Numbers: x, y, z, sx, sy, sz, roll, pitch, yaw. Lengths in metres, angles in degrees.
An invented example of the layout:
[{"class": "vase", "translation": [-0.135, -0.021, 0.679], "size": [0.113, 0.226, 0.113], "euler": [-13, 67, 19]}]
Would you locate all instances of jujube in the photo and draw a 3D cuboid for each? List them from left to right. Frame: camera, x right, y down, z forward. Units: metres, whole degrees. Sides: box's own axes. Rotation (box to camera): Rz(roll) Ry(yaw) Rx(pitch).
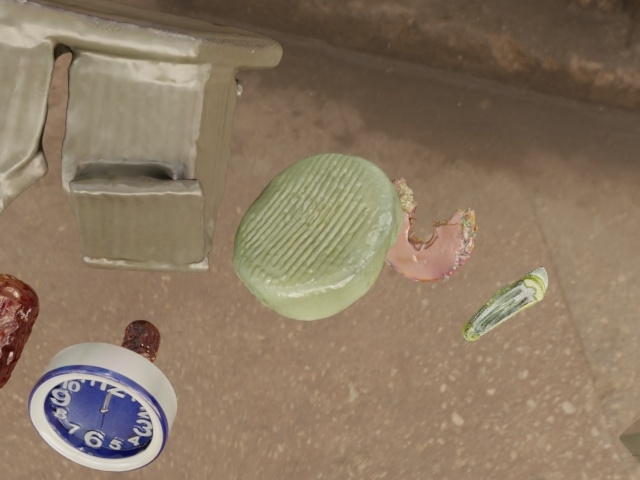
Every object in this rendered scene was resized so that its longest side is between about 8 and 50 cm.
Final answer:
[{"class": "jujube", "translation": [-0.428, 0.128, 1.070], "size": [0.112, 0.109, 0.176], "euler": [15, 68, 35]}, {"class": "jujube", "translation": [-0.364, 0.214, 1.695], "size": [0.078, 0.077, 0.129], "euler": [3, 29, -8]}]

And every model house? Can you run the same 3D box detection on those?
[{"class": "model house", "translation": [-0.143, -0.074, 0.558], "size": [0.229, 0.122, 0.188], "euler": [8, 93, -16]}]

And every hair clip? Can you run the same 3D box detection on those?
[{"class": "hair clip", "translation": [0.335, 0.119, 1.513], "size": [0.188, 0.033, 0.060], "euler": [-36, 107, 6]}]

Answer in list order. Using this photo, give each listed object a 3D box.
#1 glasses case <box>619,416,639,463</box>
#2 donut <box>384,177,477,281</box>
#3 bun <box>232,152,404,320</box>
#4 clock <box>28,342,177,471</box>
[{"class": "glasses case", "translation": [0.296, 0.148, 0.675], "size": [0.078, 0.184, 0.039], "euler": [-40, 73, -2]}, {"class": "donut", "translation": [0.214, -0.014, 1.743], "size": [0.233, 0.199, 0.085], "euler": [29, 29, 24]}, {"class": "bun", "translation": [-0.002, 0.002, 1.003], "size": [0.221, 0.108, 0.221], "euler": [-13, 50, 16]}, {"class": "clock", "translation": [-0.353, 0.274, 1.372], "size": [0.231, 0.230, 0.083], "euler": [17, 33, 0]}]
